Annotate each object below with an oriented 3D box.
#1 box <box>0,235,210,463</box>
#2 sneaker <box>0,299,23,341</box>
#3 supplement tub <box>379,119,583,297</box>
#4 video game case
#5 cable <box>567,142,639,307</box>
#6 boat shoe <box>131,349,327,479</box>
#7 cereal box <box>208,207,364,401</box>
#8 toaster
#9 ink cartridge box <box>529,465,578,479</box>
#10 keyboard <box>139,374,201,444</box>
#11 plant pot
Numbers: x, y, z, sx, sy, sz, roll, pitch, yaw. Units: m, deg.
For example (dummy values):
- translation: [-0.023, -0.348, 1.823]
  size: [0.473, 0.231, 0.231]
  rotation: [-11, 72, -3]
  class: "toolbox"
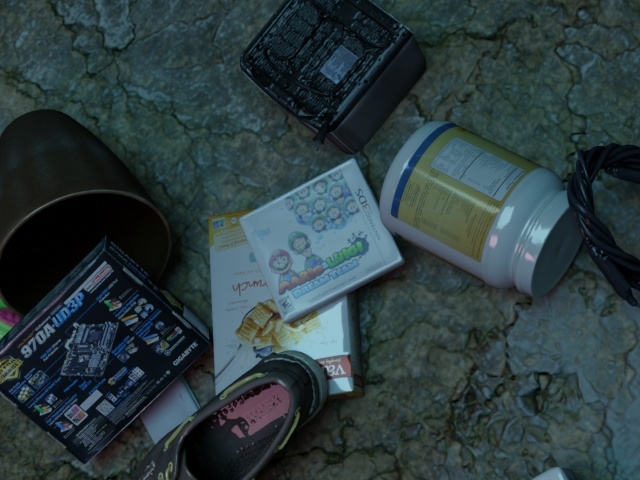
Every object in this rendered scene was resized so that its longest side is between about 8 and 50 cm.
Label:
- translation: [-0.265, 0.131, 1.859]
  size: [0.220, 0.051, 0.175]
  rotation: [-44, 108, 9]
  class: "box"
- translation: [-0.553, 0.129, 2.000]
  size: [0.482, 0.185, 0.202]
  rotation: [0, 105, 17]
  class: "sneaker"
- translation: [0.182, -0.034, 1.753]
  size: [0.199, 0.144, 0.144]
  rotation: [29, 86, 25]
  class: "supplement tub"
- translation: [0.000, 0.000, 1.830]
  size: [0.157, 0.019, 0.143]
  rotation: [-28, 68, 8]
  class: "video game case"
- translation: [0.336, -0.030, 1.686]
  size: [0.150, 0.047, 0.184]
  rotation: [-43, 103, -25]
  class: "cable"
- translation: [-0.128, 0.251, 1.788]
  size: [0.324, 0.096, 0.116]
  rotation: [-43, 83, 16]
  class: "boat shoe"
- translation: [-0.043, 0.076, 1.860]
  size: [0.173, 0.047, 0.240]
  rotation: [-10, 71, 17]
  class: "cereal box"
- translation: [0.012, -0.208, 1.889]
  size: [0.168, 0.110, 0.186]
  rotation: [39, 90, 26]
  class: "toaster"
- translation: [0.197, 0.406, 1.654]
  size: [0.275, 0.060, 0.239]
  rotation: [-33, 66, 15]
  class: "ink cartridge box"
- translation: [-0.205, 0.169, 1.918]
  size: [0.072, 0.014, 0.256]
  rotation: [-38, 65, 13]
  class: "keyboard"
- translation: [-0.318, -0.051, 1.932]
  size: [0.215, 0.215, 0.230]
  rotation: [-35, 48, 8]
  class: "plant pot"
